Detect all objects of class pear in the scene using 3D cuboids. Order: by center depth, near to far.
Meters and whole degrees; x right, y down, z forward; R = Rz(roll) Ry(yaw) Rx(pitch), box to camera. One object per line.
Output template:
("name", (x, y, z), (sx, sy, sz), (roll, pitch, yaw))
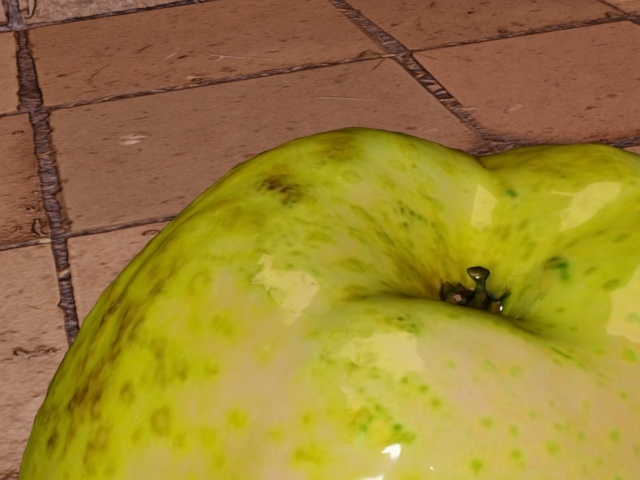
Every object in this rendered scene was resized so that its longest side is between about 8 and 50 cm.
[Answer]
("pear", (0.048, 0.135, 0.677), (0.391, 0.391, 0.391), (-6, 21, 2))
